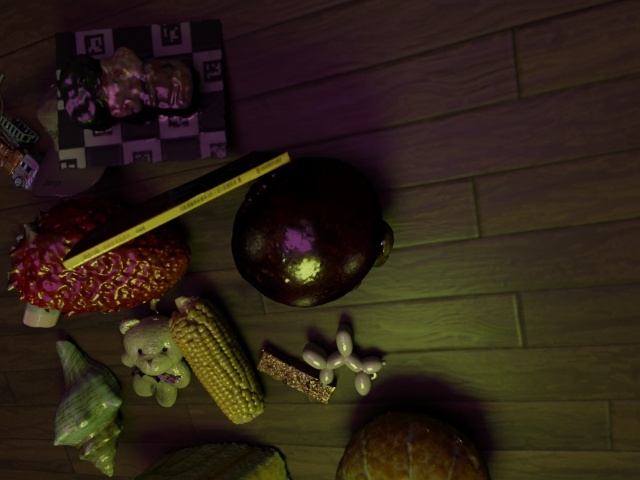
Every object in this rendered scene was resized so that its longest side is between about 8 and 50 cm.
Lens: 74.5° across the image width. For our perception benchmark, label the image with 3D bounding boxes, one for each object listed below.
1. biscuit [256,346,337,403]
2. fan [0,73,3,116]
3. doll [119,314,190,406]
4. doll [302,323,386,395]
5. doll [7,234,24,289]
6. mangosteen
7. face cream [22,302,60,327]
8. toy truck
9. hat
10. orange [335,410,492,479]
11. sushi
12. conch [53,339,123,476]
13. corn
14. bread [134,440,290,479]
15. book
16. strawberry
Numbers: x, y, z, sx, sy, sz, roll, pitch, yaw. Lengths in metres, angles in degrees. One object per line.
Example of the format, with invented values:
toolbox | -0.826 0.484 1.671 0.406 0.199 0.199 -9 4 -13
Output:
biscuit | -0.059 0.321 1.006 0.199 0.034 0.064 25 109 10
fan | -0.830 -0.369 1.070 0.085 0.005 0.133 44 112 3
doll | -0.420 0.321 1.066 0.175 0.149 0.278 1 122 -17
doll | 0.058 0.275 0.944 0.161 0.059 0.160 -31 95 12
doll | -0.796 0.073 1.142 0.094 0.079 0.180 -1 100 -21
mangosteen | -0.017 -0.005 0.781 0.297 0.297 0.293 -15 118 19
face cream | -0.739 0.147 1.142 0.084 0.057 0.198 16 114 -35
toy truck | -0.742 -0.212 1.049 0.177 0.080 0.115 40 101 5
hat | -0.577 -0.226 0.938 0.214 0.245 0.149 -2 142 15
orange | 0.191 0.523 0.872 0.329 0.249 0.329 2 103 7
sushi | -0.387 -0.304 0.837 0.373 0.100 0.296 -2 91 5
conch | -0.637 0.460 1.146 0.203 0.169 0.386 -20 100 -6
corn | -0.247 0.282 1.002 0.130 0.130 0.347 -24 99 20
bread | -0.291 0.680 1.049 0.395 0.264 0.239 -16 95 21
book | -0.251 -0.074 0.758 0.374 0.262 0.028 -29 110 -13
strawberry | -0.487 0.060 0.954 0.343 0.292 0.292 23 110 -6
